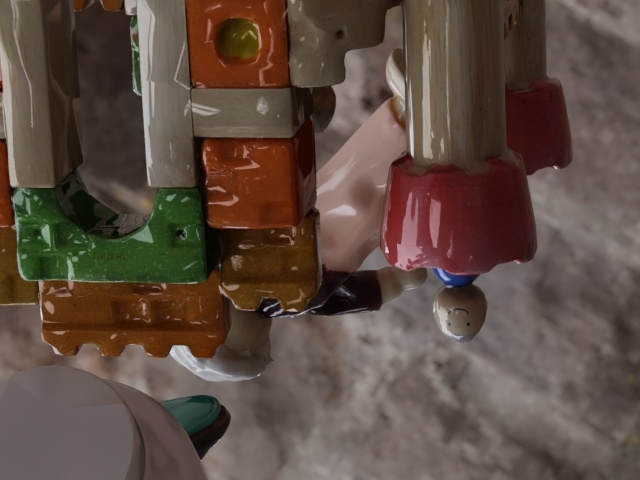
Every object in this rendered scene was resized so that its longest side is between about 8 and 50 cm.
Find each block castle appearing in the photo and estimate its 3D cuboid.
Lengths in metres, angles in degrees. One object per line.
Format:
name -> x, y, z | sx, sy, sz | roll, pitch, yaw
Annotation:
block castle -> -0.085, -0.069, 1.175 | 0.453, 0.213, 0.303 | 1, -164, 11

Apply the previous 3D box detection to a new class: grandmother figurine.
grandmother figurine -> 0.000, 0.000, 1.593 | 0.208, 0.342, 0.104 | 32, -149, -28

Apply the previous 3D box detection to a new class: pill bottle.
pill bottle -> -0.156, 0.215, 1.375 | 0.181, 0.181, 0.323 | 36, 161, 26

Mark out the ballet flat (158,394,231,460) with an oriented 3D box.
ballet flat -> -0.198, 0.200, 1.593 | 0.095, 0.280, 0.096 | -86, -19, -66
